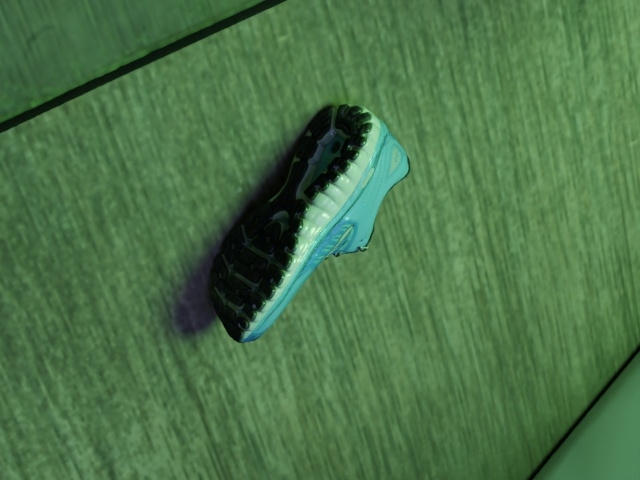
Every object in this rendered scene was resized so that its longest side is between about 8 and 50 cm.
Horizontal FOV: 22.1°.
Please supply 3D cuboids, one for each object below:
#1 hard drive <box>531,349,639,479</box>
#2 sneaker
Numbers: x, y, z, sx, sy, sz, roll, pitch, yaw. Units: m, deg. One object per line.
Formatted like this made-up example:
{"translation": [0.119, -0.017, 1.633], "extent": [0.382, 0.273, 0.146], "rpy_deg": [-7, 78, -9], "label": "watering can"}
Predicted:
{"translation": [0.287, 0.154, 1.137], "extent": [0.047, 0.233, 0.353], "rpy_deg": [31, 101, -39], "label": "hard drive"}
{"translation": [0.000, 0.000, 0.991], "extent": [0.073, 0.063, 0.162], "rpy_deg": [29, 102, -42], "label": "sneaker"}
